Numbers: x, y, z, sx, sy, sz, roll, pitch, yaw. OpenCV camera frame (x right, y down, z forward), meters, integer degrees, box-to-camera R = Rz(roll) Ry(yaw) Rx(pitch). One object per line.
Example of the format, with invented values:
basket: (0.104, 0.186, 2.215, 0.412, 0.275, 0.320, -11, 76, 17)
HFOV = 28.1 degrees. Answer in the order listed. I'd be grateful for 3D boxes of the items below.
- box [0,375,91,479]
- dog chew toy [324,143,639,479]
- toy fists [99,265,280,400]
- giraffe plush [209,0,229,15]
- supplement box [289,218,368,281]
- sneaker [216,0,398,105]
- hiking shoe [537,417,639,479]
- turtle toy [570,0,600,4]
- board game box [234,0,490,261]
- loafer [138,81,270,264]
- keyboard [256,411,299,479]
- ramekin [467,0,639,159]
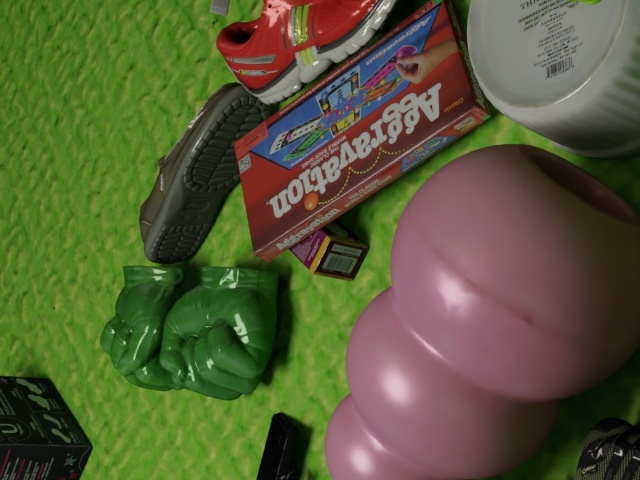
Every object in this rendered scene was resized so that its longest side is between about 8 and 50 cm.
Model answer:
box: (-0.430, 0.319, 1.667, 0.163, 0.142, 0.247, 44, 115, 44)
dog chew toy: (0.116, 0.091, 1.013, 0.206, 0.206, 0.332, 50, 118, 42)
toy fists: (-0.150, 0.101, 1.419, 0.279, 0.096, 0.142, -1, 83, 48)
giraffe plush: (-0.117, -0.341, 1.421, 0.170, 0.181, 0.210, 7, 71, 62)
supplement box: (0.000, 0.000, 1.292, 0.083, 0.055, 0.043, 44, 114, 44)
sneaker: (-0.009, -0.236, 1.275, 0.279, 0.118, 0.107, -33, 21, 40)
hiking shoe: (0.242, 0.174, 0.946, 0.227, 0.086, 0.114, -44, 55, 36)
turtle toy: (0.185, -0.237, 0.941, 0.095, 0.066, 0.130, -14, 72, 22)
board game box: (0.031, -0.106, 1.247, 0.281, 0.027, 0.145, -33, 53, 29)
loafer: (-0.146, -0.086, 1.450, 0.251, 0.094, 0.087, -55, 50, 27)
keyboard: (-0.046, 0.281, 1.317, 0.100, 0.038, 0.192, -146, 69, -72)
ramekin: (0.214, -0.175, 1.032, 0.207, 0.109, 0.207, -13, 73, 47)
